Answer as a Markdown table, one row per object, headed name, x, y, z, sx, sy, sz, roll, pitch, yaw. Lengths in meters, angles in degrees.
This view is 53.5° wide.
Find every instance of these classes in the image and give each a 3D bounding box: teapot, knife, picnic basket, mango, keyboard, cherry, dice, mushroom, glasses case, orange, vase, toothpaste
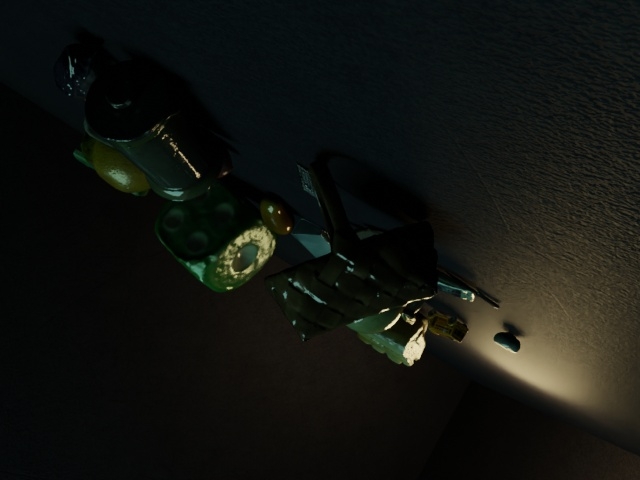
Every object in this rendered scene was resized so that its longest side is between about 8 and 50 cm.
| name | x | y | z | sx | sy | sz | roll | pitch | yaw |
| --- | --- | --- | --- | --- | --- | --- | --- | --- | --- |
| teapot | -0.386 | -0.241 | 1.388 | 0.270 | 0.200 | 0.337 | 7 | 164 | 13 |
| knife | 0.368 | 0.119 | 1.547 | 0.170 | 0.010 | 0.023 | 35 | 166 | -12 |
| picnic basket | 0.039 | -0.005 | 1.220 | 0.337 | 0.337 | 0.293 | 31 | 179 | -1 |
| mango | -0.137 | -0.079 | 1.938 | 0.102 | 0.085 | 0.184 | 32 | 169 | 26 |
| keyboard | -0.023 | -0.131 | 1.449 | 0.064 | 0.010 | 0.198 | 32 | 172 | 8 |
| cherry | -0.327 | -0.221 | 1.602 | 0.226 | 0.107 | 0.090 | 19 | -173 | -4 |
| dice | -0.339 | -0.027 | 2.083 | 0.300 | 0.297 | 0.287 | 43 | 179 | 25 |
| mushroom | 0.165 | 0.027 | 1.503 | 0.094 | 0.072 | 0.210 | 38 | 173 | -34 |
| glasses case | 0.000 | 0.000 | 2.084 | 0.105 | 0.056 | 0.266 | 2 | 162 | 19 |
| orange | -0.532 | -0.250 | 1.816 | 0.236 | 0.236 | 0.236 | 30 | 172 | 5 |
| vase | 0.288 | 0.188 | 1.939 | 0.053 | 0.100 | 0.053 | 30 | 173 | 4 |
| toothpaste | 0.202 | 0.057 | 1.591 | 0.392 | 0.061 | 0.099 | 27 | 170 | 19 |

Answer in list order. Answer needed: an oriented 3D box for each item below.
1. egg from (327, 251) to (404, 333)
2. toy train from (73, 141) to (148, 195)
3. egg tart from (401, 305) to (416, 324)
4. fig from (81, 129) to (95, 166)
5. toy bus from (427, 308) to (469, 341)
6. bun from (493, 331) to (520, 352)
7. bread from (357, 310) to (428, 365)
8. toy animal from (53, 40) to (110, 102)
| name | x | y | z | sx | sy | sz | roll | pitch | yaw |
| --- | --- | --- | --- | --- | --- | --- | --- | --- | --- |
| egg | 0.122 | 0.146 | 1.904 | 0.295 | 0.218 | 0.218 | 50 | 167 | -14 |
| toy train | -0.679 | -0.299 | 2.176 | 0.301 | 0.202 | 0.120 | 30 | 177 | 1 |
| egg tart | 0.249 | 0.188 | 2.139 | 0.252 | 0.098 | 0.232 | 43 | 173 | -40 |
| fig | -0.614 | -0.302 | 2.036 | 0.275 | 0.206 | 0.206 | 17 | -177 | -42 |
| toy bus | 0.427 | 0.293 | 2.176 | 0.069 | 0.074 | 0.162 | 34 | 171 | -27 |
| bun | 0.543 | 0.293 | 1.846 | 0.083 | 0.045 | 0.083 | 32 | 175 | 3 |
| bread | 0.261 | 0.319 | 2.493 | 0.341 | 0.210 | 0.300 | 27 | 160 | 28 |
| toy animal | -0.514 | -0.362 | 1.432 | 0.185 | 0.122 | 0.298 | 31 | 171 | 1 |
